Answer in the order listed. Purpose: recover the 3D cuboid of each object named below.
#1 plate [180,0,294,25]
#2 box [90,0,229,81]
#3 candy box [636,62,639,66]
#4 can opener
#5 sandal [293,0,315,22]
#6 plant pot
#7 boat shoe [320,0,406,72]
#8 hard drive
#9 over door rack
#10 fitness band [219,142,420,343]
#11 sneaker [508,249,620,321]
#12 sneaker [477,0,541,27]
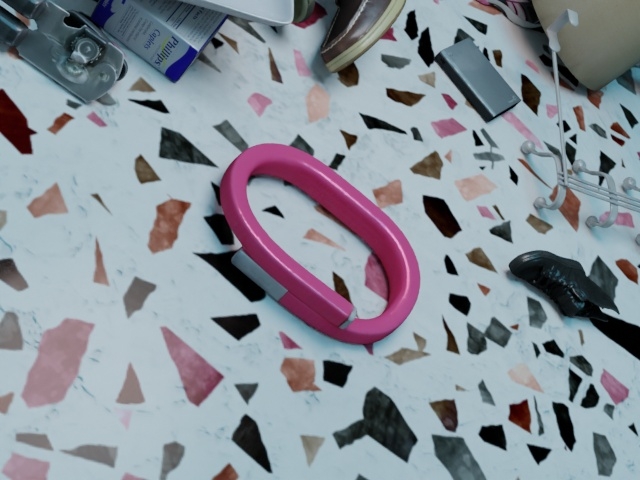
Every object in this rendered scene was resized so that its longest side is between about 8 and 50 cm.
[{"bbox_3d":[-0.172,-0.392,1.444,0.277,0.045,0.278,11,54,-18],"label":"plate"},{"bbox_3d":[-0.199,-0.293,1.452,0.137,0.072,0.126,37,45,-9],"label":"box"},{"bbox_3d":[0.577,-0.443,2.168,0.159,0.071,0.233,-1,60,-39],"label":"candy box"},{"bbox_3d":[-0.354,-0.269,1.334,0.283,0.076,0.095,36,12,-10],"label":"can opener"},{"bbox_3d":[-0.125,-0.409,1.586,0.303,0.120,0.086,45,62,6],"label":"sandal"},{"bbox_3d":[0.534,-0.432,1.931,0.256,0.274,0.256,35,41,-37],"label":"plant pot"},{"bbox_3d":[0.061,-0.388,1.657,0.123,0.123,0.342,39,57,-19],"label":"boat shoe"},{"bbox_3d":[0.251,-0.256,1.811,0.135,0.022,0.094,52,43,6],"label":"hard drive"},{"bbox_3d":[0.446,-0.171,1.815,0.240,0.108,0.324,16,71,-28],"label":"over door rack"},{"bbox_3d":[0.000,0.000,1.402,0.291,0.054,0.209,39,43,-8],"label":"fitness band"},{"bbox_3d":[0.347,0.069,1.620,0.170,0.051,0.089,9,49,-37],"label":"sneaker"},{"bbox_3d":[0.340,-0.430,1.971,0.178,0.077,0.072,16,51,-29],"label":"sneaker"}]
